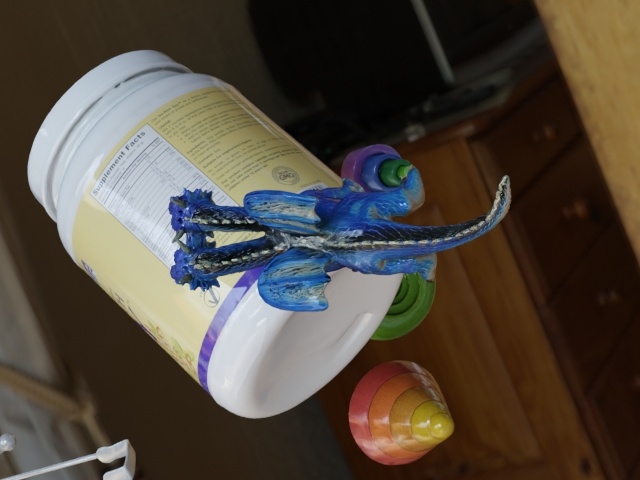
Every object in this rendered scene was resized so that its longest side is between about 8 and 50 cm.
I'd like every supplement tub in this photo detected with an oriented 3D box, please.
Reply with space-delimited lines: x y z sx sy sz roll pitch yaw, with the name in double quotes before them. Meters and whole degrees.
"supplement tub" -0.106 -0.013 1.361 0.241 0.331 0.241 -38 -27 -23

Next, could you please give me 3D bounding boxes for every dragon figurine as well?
"dragon figurine" 0.000 0.000 0.959 0.144 0.085 0.289 -13 11 -33

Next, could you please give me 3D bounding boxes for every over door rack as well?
"over door rack" -0.306 0.345 1.660 0.324 0.239 0.108 -11 31 23

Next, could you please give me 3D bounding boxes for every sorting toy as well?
"sorting toy" 0.096 0.075 1.515 0.127 0.365 0.126 -9 5 -23
